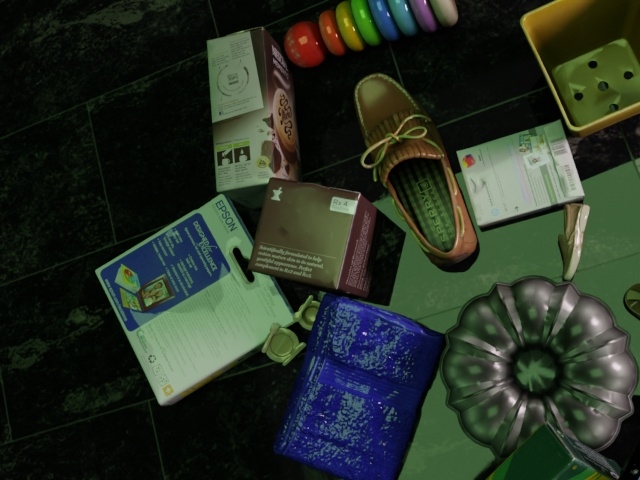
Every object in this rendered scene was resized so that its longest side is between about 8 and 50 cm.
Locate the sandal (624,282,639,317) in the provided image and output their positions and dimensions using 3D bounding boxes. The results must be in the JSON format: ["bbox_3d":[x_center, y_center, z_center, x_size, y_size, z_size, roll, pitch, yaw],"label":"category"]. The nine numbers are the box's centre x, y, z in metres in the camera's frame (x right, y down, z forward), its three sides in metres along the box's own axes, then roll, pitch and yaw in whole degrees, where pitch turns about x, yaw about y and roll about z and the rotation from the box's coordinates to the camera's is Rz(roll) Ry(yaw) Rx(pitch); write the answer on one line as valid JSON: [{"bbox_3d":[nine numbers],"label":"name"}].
[{"bbox_3d":[0.575,0.137,1.189,0.072,0.049,0.180,-47,57,0],"label":"sandal"}]

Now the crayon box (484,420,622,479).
[{"bbox_3d":[0.305,0.442,1.119,0.323,0.203,0.083,-49,32,14],"label":"crayon box"}]

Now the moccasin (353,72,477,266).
[{"bbox_3d":[0.155,-0.133,1.307,0.139,0.147,0.379,-20,76,14],"label":"moccasin"}]

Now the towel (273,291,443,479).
[{"bbox_3d":[0.063,0.267,1.289,0.228,0.076,0.308,19,90,8],"label":"towel"}]

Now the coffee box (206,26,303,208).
[{"bbox_3d":[-0.121,-0.225,1.399,0.119,0.168,0.296,-9,79,16],"label":"coffee box"}]

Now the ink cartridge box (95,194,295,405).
[{"bbox_3d":[-0.239,0.111,1.432,0.307,0.072,0.303,-30,73,0],"label":"ink cartridge box"}]

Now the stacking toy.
[{"bbox_3d":[0.083,-0.412,1.391,0.331,0.141,0.141,-19,76,19],"label":"stacking toy"}]

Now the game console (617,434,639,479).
[{"bbox_3d":[0.443,0.389,1.059,0.044,0.213,0.361,-125,42,-56],"label":"game console"}]

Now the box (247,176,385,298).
[{"bbox_3d":[0.000,0.000,1.307,0.169,0.203,0.166,12,86,20],"label":"box"}]

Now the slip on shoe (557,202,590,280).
[{"bbox_3d":[0.423,0.001,1.252,0.041,0.051,0.135,13,83,14],"label":"slip on shoe"}]

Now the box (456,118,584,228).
[{"bbox_3d":[0.351,-0.116,1.301,0.186,0.038,0.145,-17,77,13],"label":"box"}]

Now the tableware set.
[{"bbox_3d":[-0.013,0.192,1.349,0.169,0.020,0.141,40,94,-2],"label":"tableware set"}]

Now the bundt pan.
[{"bbox_3d":[0.350,0.215,1.205,0.331,0.124,0.330,-3,82,17],"label":"bundt pan"}]

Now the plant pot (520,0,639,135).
[{"bbox_3d":[0.471,-0.284,1.211,0.212,0.187,0.212,-23,75,13],"label":"plant pot"}]
